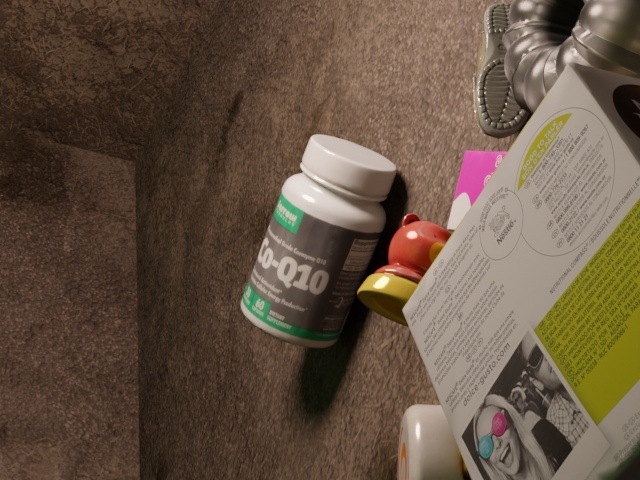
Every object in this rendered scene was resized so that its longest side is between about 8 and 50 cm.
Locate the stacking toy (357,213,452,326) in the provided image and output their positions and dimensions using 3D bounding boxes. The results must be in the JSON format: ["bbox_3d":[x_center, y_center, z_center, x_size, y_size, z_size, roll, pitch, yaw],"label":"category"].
[{"bbox_3d":[0.240,0.085,1.526,0.279,0.309,0.130,3,63,51],"label":"stacking toy"}]

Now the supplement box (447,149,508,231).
[{"bbox_3d":[0.293,-0.039,1.520,0.114,0.220,0.111,11,88,66],"label":"supplement box"}]

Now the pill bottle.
[{"bbox_3d":[0.000,0.000,2.163,0.361,0.204,0.204,-69,25,16],"label":"pill bottle"}]

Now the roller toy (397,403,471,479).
[{"bbox_3d":[0.187,0.323,1.617,0.191,0.146,0.209,-94,6,-72],"label":"roller toy"}]

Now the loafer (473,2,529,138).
[{"bbox_3d":[0.289,-0.257,1.833,0.087,0.094,0.251,96,-176,-60],"label":"loafer"}]

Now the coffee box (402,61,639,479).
[{"bbox_3d":[0.336,0.084,1.089,0.338,0.337,0.334,-61,35,35],"label":"coffee box"}]

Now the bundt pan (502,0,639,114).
[{"bbox_3d":[0.369,-0.306,1.618,0.331,0.124,0.331,-41,42,51],"label":"bundt pan"}]
